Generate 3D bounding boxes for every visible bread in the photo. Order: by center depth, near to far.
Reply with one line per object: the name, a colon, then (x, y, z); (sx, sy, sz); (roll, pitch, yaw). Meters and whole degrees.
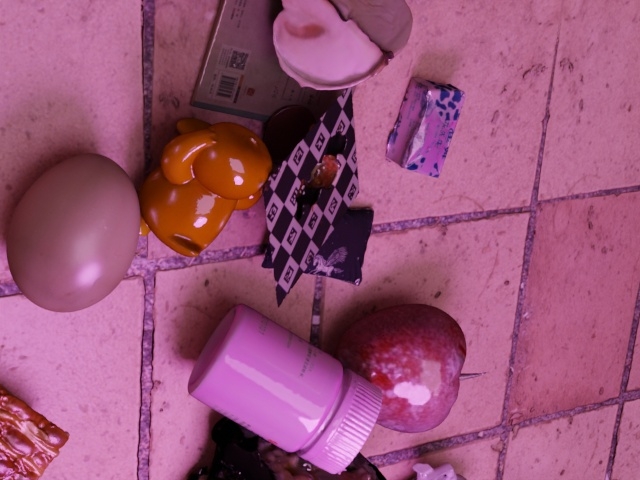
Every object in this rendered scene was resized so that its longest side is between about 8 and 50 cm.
bread: (-0.539, 0.283, 1.857); (0.185, 0.114, 0.275); (-50, 121, -13)

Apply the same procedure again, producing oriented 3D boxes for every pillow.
pillow: (0.000, 0.000, 2.127); (0.208, 0.055, 0.141); (8, 97, -35)

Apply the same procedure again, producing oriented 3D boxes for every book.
book: (-0.055, -0.288, 1.980); (0.282, 0.025, 0.215); (10, 106, -34)

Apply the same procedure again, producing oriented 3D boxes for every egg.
egg: (-0.360, -0.011, 1.814); (0.186, 0.186, 0.242); (25, 95, -37)

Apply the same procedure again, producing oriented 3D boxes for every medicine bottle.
medicine bottle: (-0.059, 0.249, 2.061); (0.290, 0.178, 0.178); (31, 93, -11)

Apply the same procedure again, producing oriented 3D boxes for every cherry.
cherry: (0.159, 0.231, 2.232); (0.285, 0.213, 0.236); (4, 90, -9)

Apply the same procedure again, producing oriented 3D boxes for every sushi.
sushi: (-0.030, -0.083, 1.989); (0.290, 0.050, 0.264); (-54, 151, -37)
sushi: (-0.058, 0.496, 2.167); (0.328, 0.328, 0.285); (4, 123, -47)

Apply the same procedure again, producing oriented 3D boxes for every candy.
candy: (0.182, -0.198, 2.137); (0.092, 0.073, 0.160); (8, 106, -32)

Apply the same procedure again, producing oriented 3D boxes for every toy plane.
toy plane: (0.189, 0.528, 2.441); (0.252, 0.118, 0.252); (-22, 139, -20)

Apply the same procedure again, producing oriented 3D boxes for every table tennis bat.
table tennis bat: (-0.052, -0.151, 2.035); (0.095, 0.014, 0.158); (-9, 123, -25)

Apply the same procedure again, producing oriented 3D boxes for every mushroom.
mushroom: (0.019, -0.345, 1.921); (0.162, 0.236, 0.173); (-46, 180, 38)

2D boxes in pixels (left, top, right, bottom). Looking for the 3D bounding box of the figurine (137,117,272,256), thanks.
figurine: (-0.182, -0.083, 1.886); (0.215, 0.215, 0.228); (22, 100, -37)
